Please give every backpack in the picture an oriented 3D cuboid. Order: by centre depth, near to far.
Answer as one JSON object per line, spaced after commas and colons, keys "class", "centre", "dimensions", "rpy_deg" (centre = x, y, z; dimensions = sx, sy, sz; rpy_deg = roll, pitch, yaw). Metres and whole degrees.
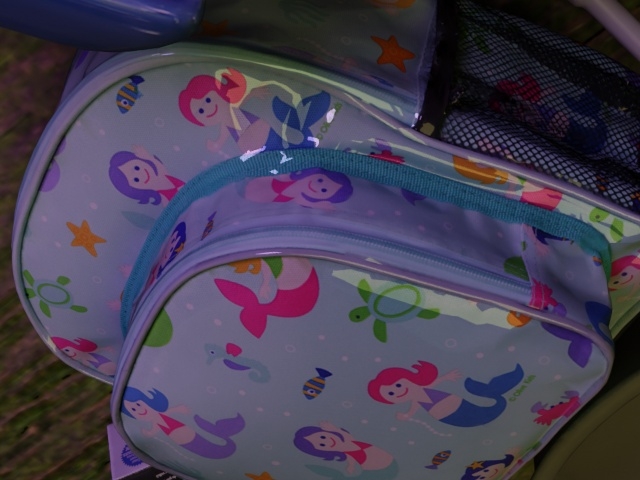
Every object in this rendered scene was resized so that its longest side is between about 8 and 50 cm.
{"class": "backpack", "centre": [0.000, 0.000, 0.594], "dimensions": [0.254, 0.191, 0.225], "rpy_deg": [26, 134, -9]}

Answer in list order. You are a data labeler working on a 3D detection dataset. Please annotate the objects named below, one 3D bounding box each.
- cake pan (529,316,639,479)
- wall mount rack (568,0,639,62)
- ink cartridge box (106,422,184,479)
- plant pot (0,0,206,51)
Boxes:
{"class": "cake pan", "centre": [0.232, 0.088, 0.678], "dimensions": [0.293, 0.054, 0.293], "rpy_deg": [-7, 140, -6]}
{"class": "wall mount rack", "centre": [0.282, -0.102, 0.637], "dimensions": [0.304, 0.130, 0.350], "rpy_deg": [28, 118, -36]}
{"class": "ink cartridge box", "centre": [-0.004, 0.103, 0.784], "dimensions": [0.207, 0.046, 0.097], "rpy_deg": [-25, 132, 7]}
{"class": "plant pot", "centre": [-0.102, -0.199, 0.384], "dimensions": [0.236, 0.236, 0.212], "rpy_deg": [14, 132, -24]}
